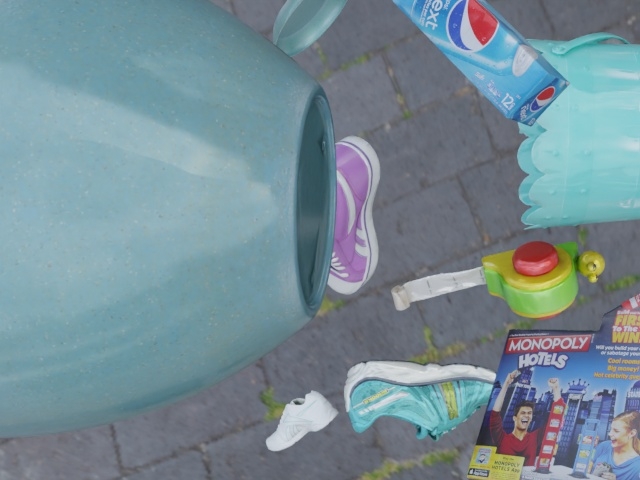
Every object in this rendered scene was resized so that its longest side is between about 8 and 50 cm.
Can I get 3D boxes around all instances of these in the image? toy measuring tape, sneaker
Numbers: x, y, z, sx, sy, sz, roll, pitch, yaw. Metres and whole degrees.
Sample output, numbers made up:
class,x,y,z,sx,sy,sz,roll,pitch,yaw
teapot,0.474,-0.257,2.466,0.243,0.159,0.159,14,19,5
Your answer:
class,x,y,z,sx,sy,sz,roll,pitch,yaw
toy measuring tape,0.274,0.077,1.613,0.330,0.121,0.121,-13,66,8
sneaker,0.170,0.234,1.516,0.275,0.107,0.110,2,76,-5
sneaker,-0.001,-0.001,1.473,0.102,0.282,0.161,26,52,26
sneaker,-0.037,0.282,1.660,0.152,0.053,0.061,-37,89,34

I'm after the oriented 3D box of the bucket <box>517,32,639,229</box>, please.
class,x,y,z,sx,sy,sz,roll,pitch,yaw
bucket,0.373,-0.150,1.459,0.183,0.281,0.281,0,69,6

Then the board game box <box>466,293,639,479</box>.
class,x,y,z,sx,sy,sz,roll,pitch,yaw
board game box,0.241,0.131,0.889,0.194,0.060,0.194,-3,56,46

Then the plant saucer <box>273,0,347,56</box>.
class,x,y,z,sx,sy,sz,roll,pitch,yaw
plant saucer,-0.013,-0.251,1.151,0.119,0.119,0.021,-45,78,-3

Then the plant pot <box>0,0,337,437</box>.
class,x,y,z,sx,sy,sz,roll,pitch,yaw
plant pot,-0.097,-0.026,0.613,0.195,0.290,0.290,2,70,10

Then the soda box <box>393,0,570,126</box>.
class,x,y,z,sx,sy,sz,roll,pitch,yaw
soda box,0.178,-0.225,1.181,0.067,0.071,0.210,-50,64,21
